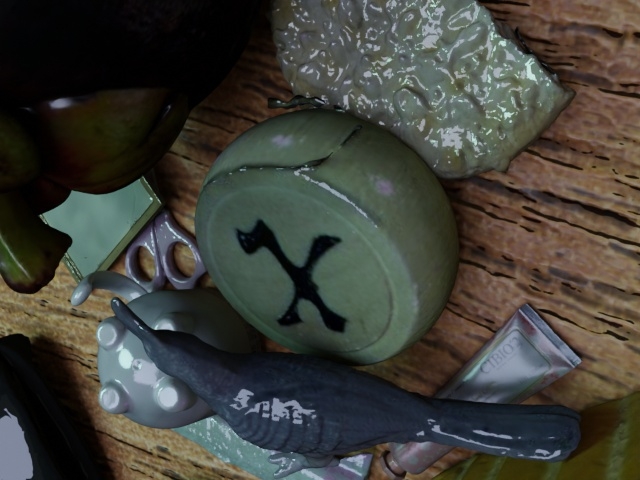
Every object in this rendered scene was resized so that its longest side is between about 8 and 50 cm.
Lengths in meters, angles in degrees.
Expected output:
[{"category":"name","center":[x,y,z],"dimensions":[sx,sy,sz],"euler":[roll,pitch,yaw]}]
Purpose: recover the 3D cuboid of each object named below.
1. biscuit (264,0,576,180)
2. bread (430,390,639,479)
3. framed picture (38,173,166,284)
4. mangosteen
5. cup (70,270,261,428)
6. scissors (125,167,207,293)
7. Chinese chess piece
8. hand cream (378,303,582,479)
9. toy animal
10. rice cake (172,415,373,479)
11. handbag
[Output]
[{"category":"biscuit","center":[0.051,-0.154,0.602],"dimensions":[0.281,0.084,0.179],"euler":[47,123,12]},{"category":"bread","center":[0.160,0.242,0.551],"dimensions":[0.239,0.246,0.111],"euler":[-33,89,30]},{"category":"framed picture","center":[-0.256,-0.042,0.814],"dimensions":[0.201,0.010,0.136],"euler":[-41,82,39]},{"category":"mangosteen","center":[-0.247,-0.193,0.574],"dimensions":[0.382,0.382,0.435],"euler":[25,104,20]},{"category":"cup","center":[-0.150,0.094,0.711],"dimensions":[0.134,0.142,0.173],"euler":[-20,81,13]},{"category":"scissors","center":[-0.181,-0.041,0.787],"dimensions":[0.110,0.021,0.212],"euler":[-5,101,27]},{"category":"Chinese chess piece","center":[0.000,0.000,0.618],"dimensions":[0.238,0.092,0.238],"euler":[21,136,21]},{"category":"hand cream","center":[0.133,0.148,0.661],"dimensions":[0.067,0.043,0.210],"euler":[48,114,13]},{"category":"toy animal","center":[0.004,0.151,0.626],"dimensions":[0.367,0.081,0.206],"euler":[15,146,0]},{"category":"rice cake","center":[-0.074,0.203,0.779],"dimensions":[0.290,0.051,0.081],"euler":[20,101,20]},{"category":"handbag","center":[-0.423,0.308,0.942],"dimensions":[0.342,0.152,0.288],"euler":[-33,98,31]}]
